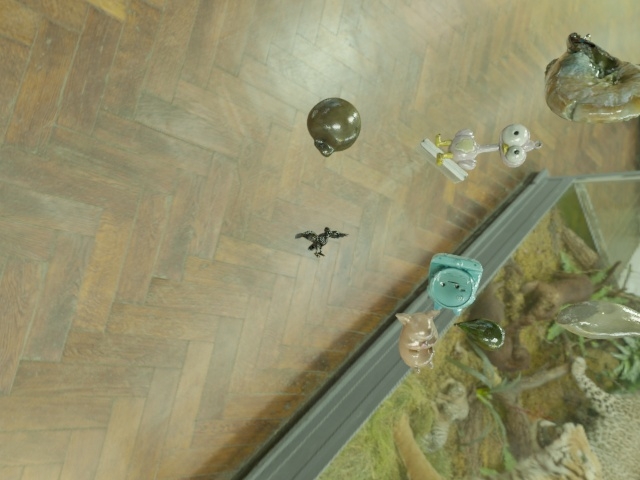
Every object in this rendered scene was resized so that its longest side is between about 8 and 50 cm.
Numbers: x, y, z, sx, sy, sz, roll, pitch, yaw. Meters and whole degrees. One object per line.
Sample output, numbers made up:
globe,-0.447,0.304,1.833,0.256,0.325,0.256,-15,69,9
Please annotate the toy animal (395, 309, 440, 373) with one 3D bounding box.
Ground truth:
toy animal,0.393,0.396,1.681,0.166,0.154,0.250,-13,121,-20

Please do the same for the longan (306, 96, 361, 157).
longan,0.042,-0.380,1.411,0.184,0.159,0.205,18,86,-8

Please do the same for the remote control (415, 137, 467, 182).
remote control,0.599,-0.395,2.078,0.277,0.103,0.055,40,89,-2

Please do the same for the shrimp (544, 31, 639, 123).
shrimp,0.623,-0.382,0.950,0.446,0.221,0.110,-68,147,-46

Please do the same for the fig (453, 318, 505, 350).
fig,0.578,0.325,1.519,0.117,0.177,0.117,-51,157,-32

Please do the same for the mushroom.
mushroom,0.957,0.269,1.374,0.350,0.128,0.128,9,86,5

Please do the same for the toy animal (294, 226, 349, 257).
toy animal,0.000,0.000,1.340,0.220,0.062,0.108,-4,124,-40

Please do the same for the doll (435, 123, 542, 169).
doll,0.604,-0.335,1.516,0.094,0.365,0.160,52,37,-71

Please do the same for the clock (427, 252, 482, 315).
clock,0.593,0.203,1.877,0.094,0.223,0.274,-18,117,-72
